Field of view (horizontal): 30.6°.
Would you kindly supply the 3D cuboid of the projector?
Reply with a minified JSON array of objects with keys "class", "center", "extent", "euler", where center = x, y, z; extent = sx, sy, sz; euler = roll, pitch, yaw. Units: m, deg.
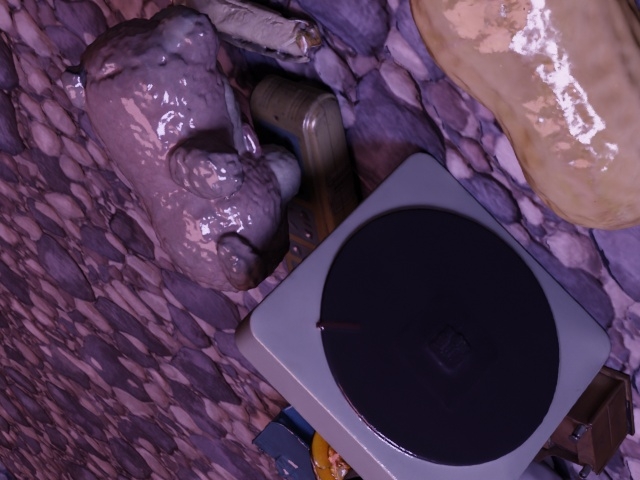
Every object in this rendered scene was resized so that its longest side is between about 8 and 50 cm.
[{"class":"projector","center":[0.093,0.090,1.023],"extent":[0.259,0.257,0.079],"euler":[46,149,0]}]

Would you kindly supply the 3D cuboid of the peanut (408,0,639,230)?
[{"class":"peanut","center":[0.151,-0.139,0.810],"extent":[0.147,0.147,0.319],"euler":[2,134,50]}]

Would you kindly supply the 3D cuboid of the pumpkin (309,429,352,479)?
[{"class":"pumpkin","center":[0.064,0.284,1.434],"extent":[0.183,0.119,0.108],"euler":[41,160,4]}]

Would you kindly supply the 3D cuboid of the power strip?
[{"class":"power strip","center":[0.000,0.000,1.221],"extent":[0.092,0.066,0.388],"euler":[25,144,35]}]

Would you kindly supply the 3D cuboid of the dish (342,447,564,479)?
[{"class":"dish","center":[0.166,0.273,1.255],"extent":[0.303,0.120,0.303],"euler":[20,153,10]}]

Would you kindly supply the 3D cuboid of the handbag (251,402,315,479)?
[{"class":"handbag","center":[0.017,0.320,1.594],"extent":[0.229,0.062,0.179],"euler":[42,153,5]}]

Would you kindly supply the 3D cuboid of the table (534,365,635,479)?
[{"class":"table","center":[0.245,0.171,1.109],"extent":[0.070,0.082,0.083],"euler":[21,142,37]}]

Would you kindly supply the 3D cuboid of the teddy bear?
[{"class":"teddy bear","center":[-0.112,-0.079,1.060],"extent":[0.267,0.151,0.236],"euler":[57,179,-17]}]

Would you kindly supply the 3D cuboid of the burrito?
[{"class":"burrito","center":[-0.073,-0.204,1.092],"extent":[0.185,0.041,0.045],"euler":[26,103,32]}]
